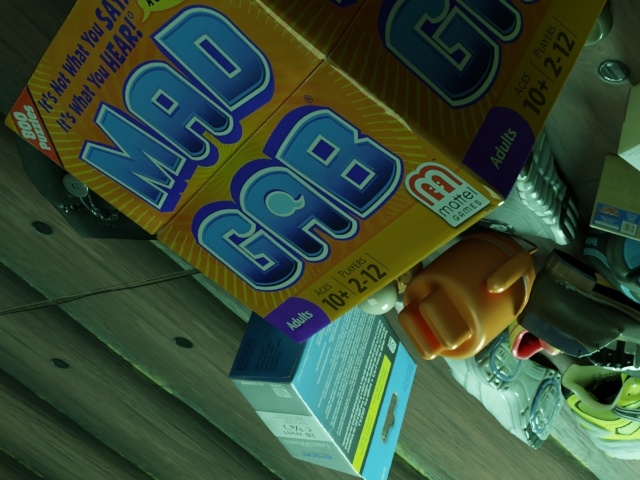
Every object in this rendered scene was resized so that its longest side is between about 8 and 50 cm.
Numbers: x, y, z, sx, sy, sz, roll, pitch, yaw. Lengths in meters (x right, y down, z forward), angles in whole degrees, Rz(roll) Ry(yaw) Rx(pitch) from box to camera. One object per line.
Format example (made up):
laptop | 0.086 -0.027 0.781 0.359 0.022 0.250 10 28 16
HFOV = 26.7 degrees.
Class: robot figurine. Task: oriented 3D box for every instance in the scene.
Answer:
robot figurine | 0.190 0.068 1.721 0.128 0.219 0.158 29 132 26

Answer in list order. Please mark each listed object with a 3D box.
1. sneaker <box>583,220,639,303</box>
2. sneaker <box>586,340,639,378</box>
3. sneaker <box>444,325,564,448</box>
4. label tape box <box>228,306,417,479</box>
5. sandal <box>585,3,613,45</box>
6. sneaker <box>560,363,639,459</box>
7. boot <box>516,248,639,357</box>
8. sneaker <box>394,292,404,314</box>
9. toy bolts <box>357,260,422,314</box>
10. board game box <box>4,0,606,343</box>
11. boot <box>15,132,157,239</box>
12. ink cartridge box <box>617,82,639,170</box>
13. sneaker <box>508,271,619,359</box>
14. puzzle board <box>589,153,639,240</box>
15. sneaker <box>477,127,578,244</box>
sneaker | 0.481 0.053 1.652 0.341 0.125 0.139 27 175 -17
sneaker | 0.460 0.148 1.749 0.234 0.078 0.106 9 175 13
sneaker | 0.267 0.202 1.993 0.129 0.111 0.297 16 152 43
label tape box | 0.012 0.189 1.948 0.106 0.241 0.334 -1 143 28
sandal | 0.205 -0.203 1.428 0.219 0.060 0.090 -8 139 35
sneaker | 0.491 0.210 1.826 0.147 0.145 0.384 38 141 -26
boot | 0.355 0.112 1.689 0.219 0.082 0.106 35 105 5
sneaker | 0.167 0.099 1.915 0.134 0.051 0.070 12 149 17
toy bolts | 0.000 0.000 1.748 0.228 0.158 0.218 -11 137 38
board game box | -0.002 -0.192 1.228 0.356 0.356 0.356 38 145 -10
boot | -0.203 -0.148 1.669 0.445 0.146 0.367 9 129 39
ink cartridge box | 0.391 -0.103 1.445 0.135 0.099 0.056 32 144 -22
sneaker | 0.333 0.110 1.802 0.081 0.094 0.208 36 143 -22
puzzle board | 0.381 -0.040 1.549 0.128 0.096 0.011 16 157 5
sneaker | 0.215 -0.068 1.607 0.132 0.086 0.229 1 144 31
